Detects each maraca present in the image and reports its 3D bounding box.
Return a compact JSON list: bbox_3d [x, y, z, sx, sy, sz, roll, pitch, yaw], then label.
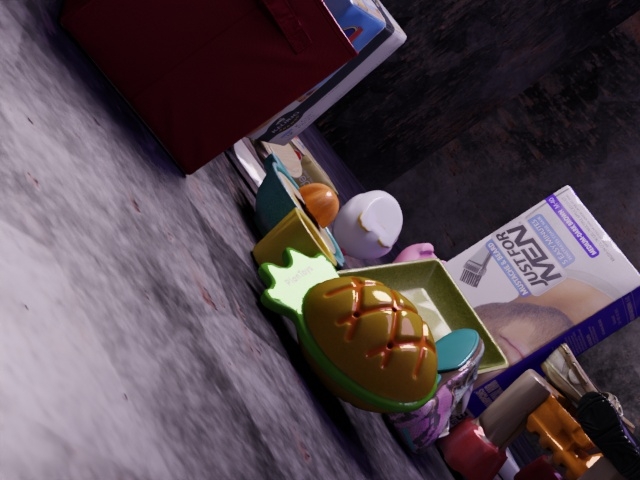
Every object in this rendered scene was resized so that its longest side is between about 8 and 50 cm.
[{"bbox_3d":[0.025,0.076,0.842,0.186,0.099,0.127,42,31,10],"label":"maraca"}]

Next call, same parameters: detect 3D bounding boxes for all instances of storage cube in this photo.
[{"bbox_3d":[-0.107,-0.211,0.904,0.183,0.193,0.215,52,6,-28],"label":"storage cube"}]

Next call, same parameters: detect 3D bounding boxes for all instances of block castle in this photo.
[{"bbox_3d":[0.356,0.399,1.173,0.303,0.213,0.453,32,15,-44],"label":"block castle"}]

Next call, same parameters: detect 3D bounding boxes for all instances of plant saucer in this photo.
[{"bbox_3d":[0.120,0.115,1.239,0.188,0.045,0.188,-7,52,-36],"label":"plant saucer"}]

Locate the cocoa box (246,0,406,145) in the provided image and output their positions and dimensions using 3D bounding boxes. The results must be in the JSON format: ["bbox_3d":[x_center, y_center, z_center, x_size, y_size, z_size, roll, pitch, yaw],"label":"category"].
[{"bbox_3d":[-0.103,-0.326,1.204,0.347,0.231,0.228,55,16,12],"label":"cocoa box"}]

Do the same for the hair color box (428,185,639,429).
[{"bbox_3d":[0.257,0.098,1.331,0.185,0.339,0.110,59,7,32],"label":"hair color box"}]

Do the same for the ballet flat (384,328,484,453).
[{"bbox_3d":[0.134,0.174,1.093,0.221,0.077,0.079,-34,112,-59],"label":"ballet flat"}]

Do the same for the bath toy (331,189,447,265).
[{"bbox_3d":[0.131,0.081,1.487,0.348,0.151,0.129,51,-31,-14],"label":"bath toy"}]

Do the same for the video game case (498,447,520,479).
[{"bbox_3d":[0.235,0.250,1.764,0.329,0.036,0.300,53,7,-20],"label":"video game case"}]

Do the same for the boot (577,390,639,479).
[{"bbox_3d":[0.352,0.235,1.106,0.099,0.045,0.121,28,25,-47],"label":"boot"}]

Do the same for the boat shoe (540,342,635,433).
[{"bbox_3d":[0.355,0.198,1.250,0.153,0.048,0.056,42,10,1],"label":"boat shoe"}]

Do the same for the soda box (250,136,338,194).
[{"bbox_3d":[-0.045,-0.126,1.533,0.181,0.058,0.061,49,9,-42],"label":"soda box"}]

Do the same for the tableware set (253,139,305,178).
[{"bbox_3d":[-0.101,-0.152,1.332,0.194,0.039,0.128,47,24,-17],"label":"tableware set"}]

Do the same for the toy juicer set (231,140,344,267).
[{"bbox_3d":[0.000,0.000,1.075,0.209,0.089,0.329,52,7,-26],"label":"toy juicer set"}]
